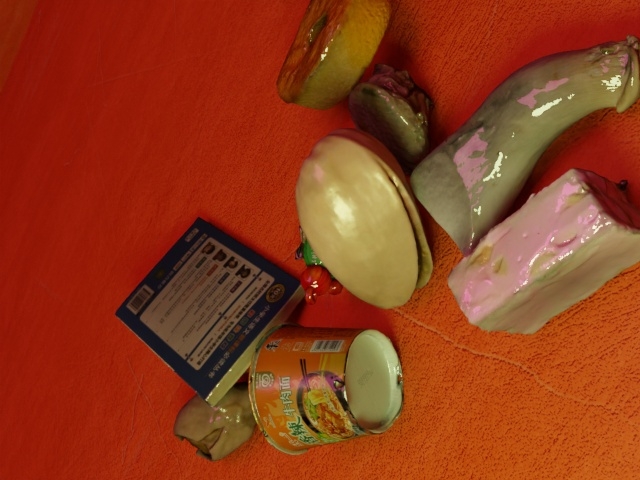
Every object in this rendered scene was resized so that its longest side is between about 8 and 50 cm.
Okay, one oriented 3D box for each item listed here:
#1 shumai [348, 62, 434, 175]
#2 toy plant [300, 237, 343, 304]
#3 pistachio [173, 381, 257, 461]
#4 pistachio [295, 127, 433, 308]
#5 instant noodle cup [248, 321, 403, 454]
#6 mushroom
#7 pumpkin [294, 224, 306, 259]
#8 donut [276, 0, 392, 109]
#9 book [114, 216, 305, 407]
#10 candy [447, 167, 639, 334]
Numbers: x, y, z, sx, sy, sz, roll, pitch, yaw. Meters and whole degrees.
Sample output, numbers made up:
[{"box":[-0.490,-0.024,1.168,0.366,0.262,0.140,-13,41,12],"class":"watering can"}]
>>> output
[{"box":[0.140,-0.219,1.545,0.120,0.201,0.201,-38,39,-17],"class":"shumai"},{"box":[0.021,0.015,1.587,0.088,0.154,0.240,0,71,22],"class":"toy plant"},{"box":[-0.209,0.363,1.770,0.138,0.153,0.238,46,125,-1],"class":"pistachio"},{"box":[0.076,-0.034,1.445,0.214,0.318,0.193,-9,30,50],"class":"pistachio"},{"box":[0.020,0.243,1.486,0.182,0.230,0.230,-12,71,36],"class":"instant noodle cup"},{"box":[0.315,-0.167,1.322,0.397,0.126,0.177,-50,58,27],"class":"mushroom"},{"box":[0.001,0.001,1.696,0.101,0.035,0.073,-5,71,25],"class":"pumpkin"},{"box":[0.029,-0.370,1.645,0.303,0.110,0.302,-53,22,32],"class":"donut"},{"box":[-0.240,0.130,1.840,0.300,0.039,0.428,-49,41,-9],"class":"book"},{"box":[0.322,0.021,1.238,0.265,0.156,0.115,-43,54,33],"class":"candy"}]
